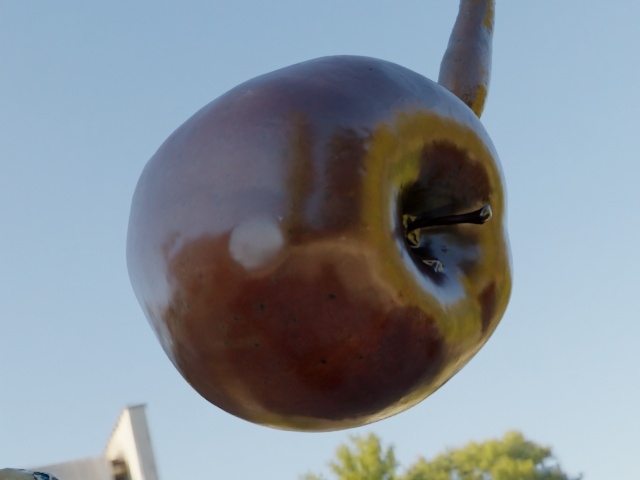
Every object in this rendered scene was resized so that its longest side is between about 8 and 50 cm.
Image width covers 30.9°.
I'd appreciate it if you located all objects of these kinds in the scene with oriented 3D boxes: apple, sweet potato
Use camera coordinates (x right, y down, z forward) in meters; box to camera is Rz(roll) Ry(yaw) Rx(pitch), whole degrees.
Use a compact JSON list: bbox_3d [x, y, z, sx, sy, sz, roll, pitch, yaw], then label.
[{"bbox_3d":[0.001,-0.001,0.684,0.233,0.234,0.234,-13,-23,-6],"label":"apple"},{"bbox_3d":[0.149,-0.186,1.177,0.057,0.265,0.057,8,-37,6],"label":"sweet potato"}]

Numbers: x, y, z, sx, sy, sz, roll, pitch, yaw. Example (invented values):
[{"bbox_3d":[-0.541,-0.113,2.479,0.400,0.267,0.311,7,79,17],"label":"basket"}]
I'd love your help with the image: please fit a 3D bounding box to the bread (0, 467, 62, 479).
[{"bbox_3d":[-0.110,0.104,0.316,0.106,0.053,0.072,-27,13,-28],"label":"bread"}]
